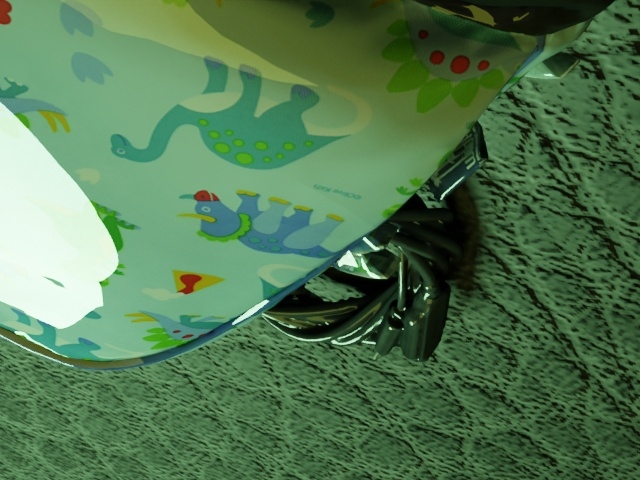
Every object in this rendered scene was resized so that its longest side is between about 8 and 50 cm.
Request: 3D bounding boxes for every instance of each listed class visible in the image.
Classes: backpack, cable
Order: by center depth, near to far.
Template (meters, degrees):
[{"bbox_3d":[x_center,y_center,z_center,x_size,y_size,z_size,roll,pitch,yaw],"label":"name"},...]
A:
[{"bbox_3d":[-0.062,-0.104,0.741,0.290,0.273,0.355,25,165,-18],"label":"backpack"},{"bbox_3d":[0.000,0.000,1.058,0.150,0.047,0.184,22,155,12],"label":"cable"}]
